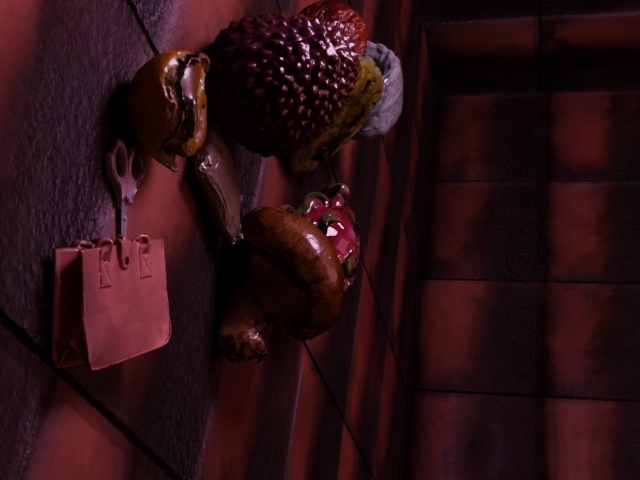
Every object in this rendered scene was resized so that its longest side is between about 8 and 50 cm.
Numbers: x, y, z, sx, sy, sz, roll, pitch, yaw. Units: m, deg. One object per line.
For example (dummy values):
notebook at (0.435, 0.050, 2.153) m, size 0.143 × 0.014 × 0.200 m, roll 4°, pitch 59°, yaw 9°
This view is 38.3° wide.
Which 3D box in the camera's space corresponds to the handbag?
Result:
handbag at (-0.257, 0.071, 1.152) m, size 0.212 × 0.059 × 0.157 m, roll -11°, pitch 103°, yaw -73°

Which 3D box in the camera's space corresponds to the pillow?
pillow at (-0.166, -0.095, 1.524) m, size 0.208 × 0.053 × 0.119 m, roll 75°, pitch 17°, yaw -48°

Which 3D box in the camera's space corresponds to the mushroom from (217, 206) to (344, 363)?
mushroom at (-0.076, 0.063, 1.624) m, size 0.255 × 0.267 × 0.267 m, roll -12°, pitch 104°, yaw -48°

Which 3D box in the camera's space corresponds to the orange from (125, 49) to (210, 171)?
orange at (-0.206, -0.183, 1.252) m, size 0.160 × 0.112 × 0.169 m, roll -80°, pitch -169°, yaw -73°

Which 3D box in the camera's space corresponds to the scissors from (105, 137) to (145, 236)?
scissors at (-0.262, -0.040, 1.230) m, size 0.100 × 0.015 × 0.188 m, roll 0°, pitch 91°, yaw -74°

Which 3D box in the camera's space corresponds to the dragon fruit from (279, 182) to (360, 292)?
dragon fruit at (-0.006, 0.008, 1.913) m, size 0.198 × 0.218 × 0.273 m, roll -50°, pitch -176°, yaw 23°

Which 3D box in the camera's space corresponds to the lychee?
lychee at (-0.058, -0.268, 1.524) m, size 0.271 × 0.272 × 0.271 m, roll 1°, pitch 90°, yaw -76°

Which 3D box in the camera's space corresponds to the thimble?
thimble at (0.101, -0.367, 2.255) m, size 0.250 × 0.205 × 0.171 m, roll -104°, pitch -178°, yaw -48°

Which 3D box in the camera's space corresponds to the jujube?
jujube at (0.008, -0.436, 2.003) m, size 0.236 × 0.168 × 0.168 m, roll -43°, pitch 132°, yaw -60°

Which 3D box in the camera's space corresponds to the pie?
pie at (0.032, -0.266, 2.001) m, size 0.323 × 0.071 × 0.323 m, roll -52°, pitch 168°, yaw -16°
